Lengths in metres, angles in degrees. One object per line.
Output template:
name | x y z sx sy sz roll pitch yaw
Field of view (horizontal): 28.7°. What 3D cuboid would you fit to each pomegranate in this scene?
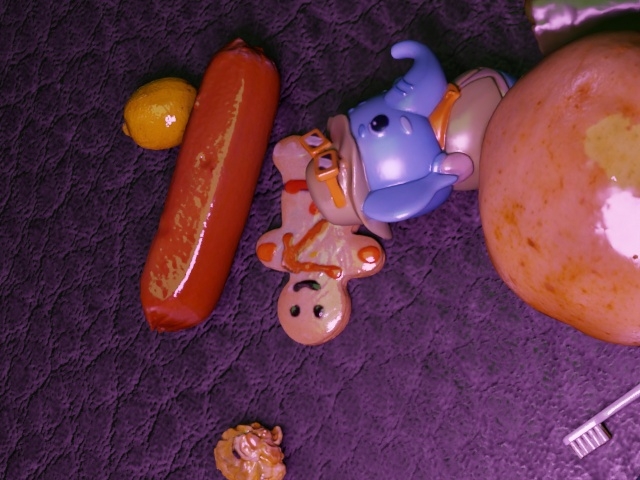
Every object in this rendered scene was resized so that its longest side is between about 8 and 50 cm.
pomegranate | 0.282 -0.043 1.150 0.307 0.307 0.307 -4 79 23

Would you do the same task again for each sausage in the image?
sausage | -0.120 -0.059 1.417 0.094 0.097 0.348 13 87 32

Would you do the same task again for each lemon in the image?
lemon | -0.186 -0.148 1.471 0.110 0.082 0.082 -15 75 14

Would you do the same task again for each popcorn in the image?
popcorn | -0.079 0.235 1.359 0.084 0.084 0.084 -4 79 23

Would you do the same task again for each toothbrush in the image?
toothbrush | 0.377 0.105 1.209 0.342 0.025 0.030 -39 75 13

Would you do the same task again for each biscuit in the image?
biscuit | 0.000 0.000 1.392 0.153 0.030 0.234 5 83 26

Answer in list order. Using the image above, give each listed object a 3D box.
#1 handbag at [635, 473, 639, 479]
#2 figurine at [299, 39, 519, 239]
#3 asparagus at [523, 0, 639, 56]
handbag | 0.379 0.278 1.053 0.263 0.222 0.241 30 76 26
figurine | 0.104 -0.107 1.303 0.262 0.154 0.180 -34 63 -12
asparagus | 0.389 -0.244 1.221 0.382 0.108 0.128 -3 79 21
